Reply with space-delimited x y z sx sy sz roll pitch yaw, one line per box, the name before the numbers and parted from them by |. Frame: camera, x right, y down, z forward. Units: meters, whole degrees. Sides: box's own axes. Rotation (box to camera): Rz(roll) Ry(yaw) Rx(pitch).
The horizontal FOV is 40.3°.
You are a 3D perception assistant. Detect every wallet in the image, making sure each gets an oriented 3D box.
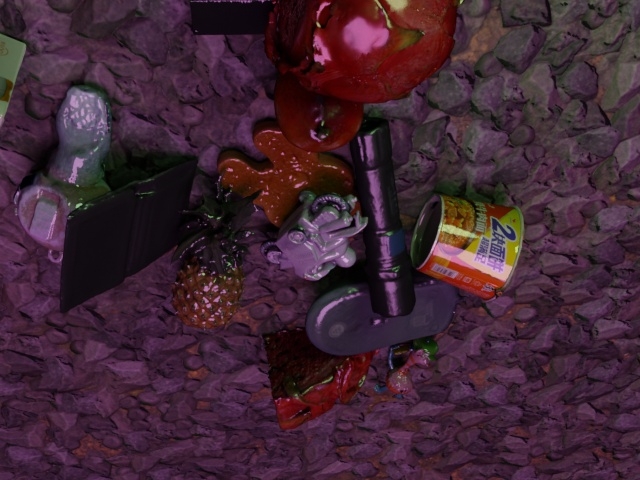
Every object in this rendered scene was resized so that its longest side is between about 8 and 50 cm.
wallet | -0.358 -0.019 1.645 0.041 0.323 0.247 33 131 19

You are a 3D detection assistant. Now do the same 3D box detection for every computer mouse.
computer mouse | 0.141 0.140 1.933 0.370 0.122 0.188 -8 125 -8

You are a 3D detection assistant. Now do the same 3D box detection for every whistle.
whistle | -0.452 -0.121 1.623 0.189 0.189 0.348 12 108 -18

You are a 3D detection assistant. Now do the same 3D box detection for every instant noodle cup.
instant noodle cup | 0.290 0.005 1.781 0.174 0.213 0.213 16 129 -11

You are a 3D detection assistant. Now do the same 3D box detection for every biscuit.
biscuit | -0.041 -0.107 1.735 0.333 0.047 0.202 35 122 -30

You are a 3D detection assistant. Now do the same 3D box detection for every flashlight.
flashlight | 0.117 -0.042 1.715 0.103 0.103 0.424 -10 117 2

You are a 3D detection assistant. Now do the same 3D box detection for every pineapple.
pineapple | -0.217 0.018 1.751 0.165 0.166 0.365 4 133 -11

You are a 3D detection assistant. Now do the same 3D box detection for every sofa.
sofa | -0.145 -0.393 1.461 0.147 0.060 0.085 -3 149 -4

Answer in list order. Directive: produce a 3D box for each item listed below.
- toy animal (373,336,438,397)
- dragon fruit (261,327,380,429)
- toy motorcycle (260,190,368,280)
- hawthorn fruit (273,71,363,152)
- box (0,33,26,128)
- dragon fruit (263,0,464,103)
toy animal | 0.201 0.308 2.129 0.103 0.100 0.208 38 131 12
dragon fruit | 0.001 0.278 2.027 0.330 0.302 0.240 -33 97 2
toy motorcycle | 0.000 0.000 1.727 0.170 0.110 0.260 31 137 -21
hawthorn fruit | -0.007 -0.230 1.530 0.169 0.188 0.169 3 133 4
box | -0.671 -0.270 1.387 0.341 0.225 0.143 20 128 -24
dragon fruit | 0.066 -0.355 1.365 0.301 0.296 0.296 -16 142 -38
